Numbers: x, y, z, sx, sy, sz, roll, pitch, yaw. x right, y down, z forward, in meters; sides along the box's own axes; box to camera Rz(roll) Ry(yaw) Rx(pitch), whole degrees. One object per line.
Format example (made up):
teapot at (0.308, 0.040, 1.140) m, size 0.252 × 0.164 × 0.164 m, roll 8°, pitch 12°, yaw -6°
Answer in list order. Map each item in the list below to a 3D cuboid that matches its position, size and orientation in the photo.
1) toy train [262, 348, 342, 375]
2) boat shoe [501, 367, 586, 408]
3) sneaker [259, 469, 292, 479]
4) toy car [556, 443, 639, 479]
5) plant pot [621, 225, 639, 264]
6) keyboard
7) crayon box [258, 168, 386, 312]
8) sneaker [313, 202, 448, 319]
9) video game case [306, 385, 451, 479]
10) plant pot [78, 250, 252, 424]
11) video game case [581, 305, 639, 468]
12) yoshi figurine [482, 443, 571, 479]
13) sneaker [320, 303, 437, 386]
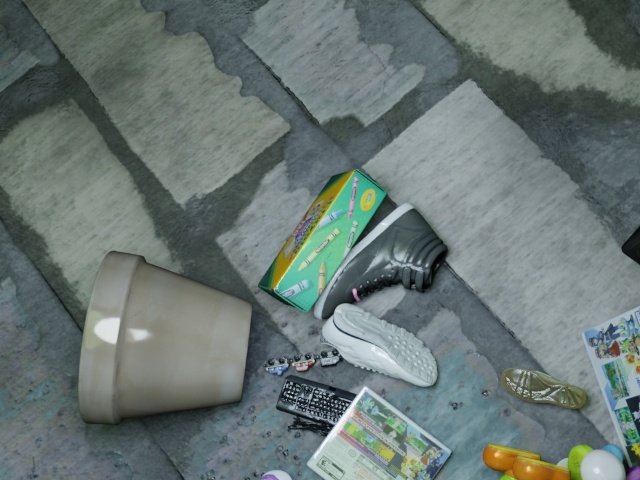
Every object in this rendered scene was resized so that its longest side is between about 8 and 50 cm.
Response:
toy train at (-0.035, 0.240, 1.570) m, size 0.159 × 0.027 × 0.036 m, roll -10°, pitch 83°, yaw 7°
boat shoe at (0.410, 0.271, 1.472) m, size 0.153 × 0.048 × 0.056 m, roll 10°, pitch 88°, yaw 20°
sneaker at (-0.088, 0.537, 1.437) m, size 0.095 × 0.105 × 0.236 m, roll -28°, pitch 67°, yaw 27°
toy car at (0.495, 0.428, 1.355) m, size 0.136 × 0.159 × 0.181 m, roll -14°, pitch 70°, yaw -17°
plant pot at (0.688, -0.017, 1.438) m, size 0.188 × 0.167 × 0.187 m, roll 41°, pitch 84°, yaw 20°
keyboard at (0.008, 0.327, 1.529) m, size 0.192 × 0.038 × 0.100 m, roll 13°, pitch 77°, yaw 15°
crayon box at (0.000, 0.000, 1.553) m, size 0.081 × 0.165 × 0.278 m, roll 36°, pitch 81°, yaw -12°
sneaker at (0.125, 0.071, 1.546) m, size 0.296 × 0.104 × 0.147 m, roll -45°, pitch 66°, yaw -9°
video game case at (0.108, 0.402, 1.479) m, size 0.201 × 0.023 × 0.183 m, roll 36°, pitch 83°, yaw 8°
plant pot at (-0.277, 0.192, 1.505) m, size 0.281 × 0.323 × 0.322 m, roll 6°, pitch 74°, yaw -4°
video game case at (0.595, 0.261, 1.321) m, size 0.036 × 0.300 × 0.328 m, roll -5°, pitch 69°, yaw -27°
yoshi figurine at (0.287, 0.532, 1.342) m, size 0.203 × 0.204 × 0.361 m, roll 9°, pitch 83°, yaw 32°
sneaker at (0.113, 0.213, 1.526) m, size 0.235 × 0.090 × 0.094 m, roll 32°, pitch 125°, yaw 3°
